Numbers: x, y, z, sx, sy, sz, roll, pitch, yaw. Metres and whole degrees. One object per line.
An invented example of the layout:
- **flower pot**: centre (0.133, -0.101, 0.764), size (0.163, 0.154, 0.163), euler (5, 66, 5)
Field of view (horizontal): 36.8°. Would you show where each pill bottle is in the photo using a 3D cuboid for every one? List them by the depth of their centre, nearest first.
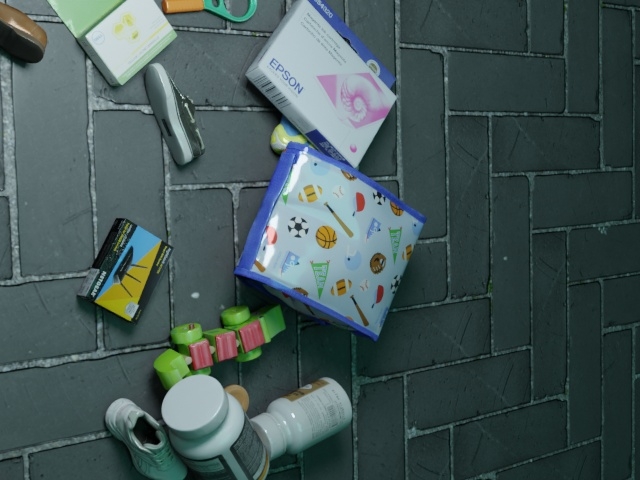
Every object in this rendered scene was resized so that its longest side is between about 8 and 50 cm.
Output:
- **pill bottle**: centre (-0.217, 0.408, 1.986), size (0.162, 0.162, 0.278), euler (-48, 141, -25)
- **pill bottle**: centre (-0.052, 0.410, 2.185), size (0.229, 0.131, 0.131), euler (-20, 105, -36)

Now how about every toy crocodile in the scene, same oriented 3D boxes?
- **toy crocodile**: centre (-0.210, 0.222, 2.067), size (0.340, 0.105, 0.115), euler (-19, 104, -36)

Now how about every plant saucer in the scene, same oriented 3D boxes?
- **plant saucer**: centre (-0.194, 0.364, 2.146), size (0.083, 0.013, 0.084), euler (-3, 95, -38)

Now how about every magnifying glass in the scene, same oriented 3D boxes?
- **magnifying glass**: centre (-0.234, -0.508, 2.058), size (0.231, 0.026, 0.092), euler (-15, 102, -36)

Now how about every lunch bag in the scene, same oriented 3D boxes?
- **lunch bag**: centre (0.000, 0.000, 2.140), size (0.385, 0.238, 0.328), euler (30, 76, -42)

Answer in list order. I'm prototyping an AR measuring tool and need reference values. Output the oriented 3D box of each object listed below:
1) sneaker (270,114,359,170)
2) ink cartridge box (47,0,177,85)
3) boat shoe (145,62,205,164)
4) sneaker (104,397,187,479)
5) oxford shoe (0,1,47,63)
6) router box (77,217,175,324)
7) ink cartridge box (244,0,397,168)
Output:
- **sneaker**: centre (0.001, -0.235, 2.215), size (0.240, 0.091, 0.126), euler (17, 82, -36)
- **ink cartridge box**: centre (-0.416, -0.449, 1.902), size (0.171, 0.056, 0.235), euler (-48, 121, -25)
- **boat shoe**: centre (-0.299, -0.268, 1.993), size (0.070, 0.077, 0.219), euler (-32, 119, -31)
- **sneaker**: centre (-0.343, 0.425, 1.968), size (0.090, 0.115, 0.232), euler (-50, 120, -24)
- **oxford shoe**: centre (-0.598, -0.411, 1.764), size (0.212, 0.076, 0.076), euler (34, 42, -32)
- **router box**: centre (-0.393, 0.062, 1.953), size (0.133, 0.046, 0.179), euler (34, 72, -34)
- **ink cartridge box**: centre (0.026, -0.378, 2.181), size (0.324, 0.071, 0.330), euler (43, 58, -23)
